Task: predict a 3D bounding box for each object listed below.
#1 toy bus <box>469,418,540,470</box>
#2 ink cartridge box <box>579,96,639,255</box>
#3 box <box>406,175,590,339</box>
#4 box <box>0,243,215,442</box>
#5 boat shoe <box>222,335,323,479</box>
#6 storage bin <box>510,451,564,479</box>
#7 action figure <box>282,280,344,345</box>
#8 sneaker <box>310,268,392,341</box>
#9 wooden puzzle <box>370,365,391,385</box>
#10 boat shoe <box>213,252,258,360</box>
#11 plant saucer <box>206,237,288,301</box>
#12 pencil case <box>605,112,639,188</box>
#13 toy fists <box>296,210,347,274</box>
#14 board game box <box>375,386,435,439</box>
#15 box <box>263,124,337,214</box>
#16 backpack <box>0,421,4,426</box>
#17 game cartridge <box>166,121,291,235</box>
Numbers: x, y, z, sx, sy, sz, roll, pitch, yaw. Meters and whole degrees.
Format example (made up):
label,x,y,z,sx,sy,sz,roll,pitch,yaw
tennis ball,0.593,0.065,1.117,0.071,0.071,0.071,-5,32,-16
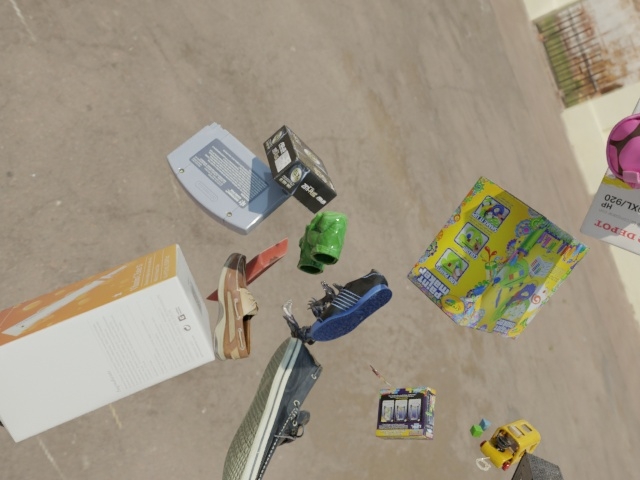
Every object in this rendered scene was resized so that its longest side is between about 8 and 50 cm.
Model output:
label,x,y,z,sx,sy,sz,roll,pitch,yaw
toy bus,0.555,0.593,1.744,0.191,0.104,0.202,21,23,-2
ink cartridge box,0.563,-0.089,0.964,0.168,0.171,0.232,-7,120,-55
box,0.402,0.050,1.329,0.290,0.279,0.177,20,19,-47
box,-0.383,0.165,1.045,0.215,0.346,0.168,-133,-158,-70
boat shoe,-0.113,0.480,1.592,0.156,0.187,0.500,37,41,-11
storage bin,0.495,0.585,1.364,0.180,0.085,0.122,-22,132,-76
action figure,-0.032,0.239,1.875,0.141,0.275,0.164,52,26,23
sneaker,0.069,0.161,1.478,0.081,0.232,0.090,50,10,-39
wooden puzzle,0.154,0.349,1.518,0.049,0.006,0.083,43,-2,-18
boat shoe,-0.240,0.199,1.780,0.123,0.117,0.324,31,62,-76
plant saucer,-0.232,0.107,2.002,0.047,0.258,0.259,51,22,1
pencil case,0.451,-0.103,0.775,0.209,0.095,0.098,4,110,-40
toy fists,0.000,0.000,1.678,0.096,0.279,0.142,21,71,-9
board game box,0.246,0.500,1.710,0.048,0.170,0.141,31,57,-39
box,-0.051,-0.172,1.425,0.147,0.078,0.180,41,18,-34
backpack,-0.605,0.344,1.239,0.105,0.114,0.084,40,22,-34
game cartridge,-0.242,-0.155,1.521,0.297,0.198,0.062,42,-17,13
